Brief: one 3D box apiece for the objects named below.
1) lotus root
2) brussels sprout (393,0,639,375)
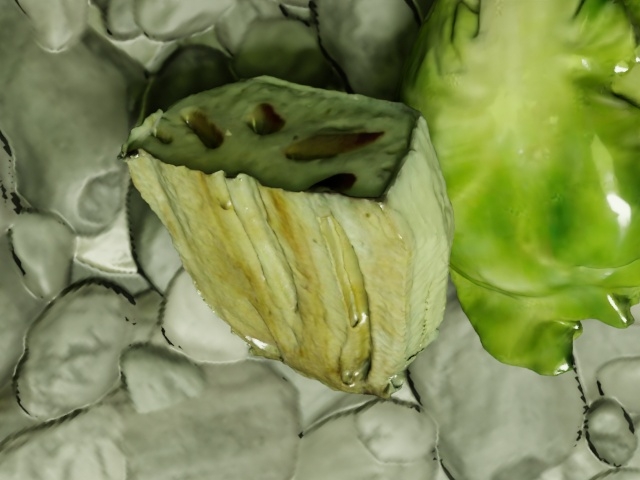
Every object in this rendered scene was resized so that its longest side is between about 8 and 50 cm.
[{"bbox_3d":[0.001,-0.003,0.667,0.143,0.070,0.144,18,143,30],"label":"lotus root"},{"bbox_3d":[0.094,-0.042,0.664,0.139,0.100,0.181,-4,116,20],"label":"brussels sprout"}]
